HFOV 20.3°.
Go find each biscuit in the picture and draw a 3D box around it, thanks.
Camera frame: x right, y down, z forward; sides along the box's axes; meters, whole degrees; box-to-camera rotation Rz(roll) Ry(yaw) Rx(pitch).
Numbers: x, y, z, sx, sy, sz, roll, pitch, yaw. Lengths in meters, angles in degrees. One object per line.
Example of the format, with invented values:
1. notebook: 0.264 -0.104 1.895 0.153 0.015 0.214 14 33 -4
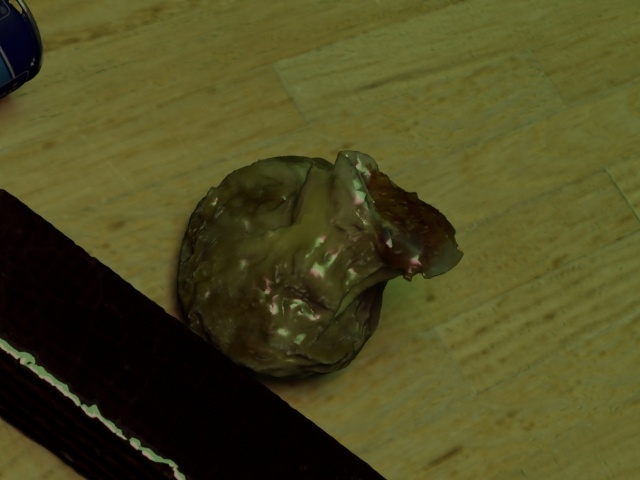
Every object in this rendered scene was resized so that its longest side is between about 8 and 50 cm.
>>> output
1. biscuit: -0.108 0.120 1.201 0.388 0.073 0.107 37 51 -3

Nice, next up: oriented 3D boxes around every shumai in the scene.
1. shumai: 0.000 0.000 1.284 0.161 0.153 0.209 48 49 -5

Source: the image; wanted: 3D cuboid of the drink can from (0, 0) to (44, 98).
1. drink can: -0.303 -0.096 1.210 0.097 0.097 0.235 48 51 4
